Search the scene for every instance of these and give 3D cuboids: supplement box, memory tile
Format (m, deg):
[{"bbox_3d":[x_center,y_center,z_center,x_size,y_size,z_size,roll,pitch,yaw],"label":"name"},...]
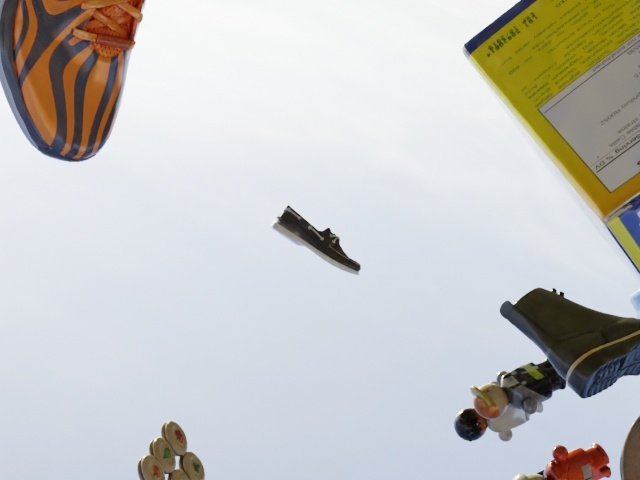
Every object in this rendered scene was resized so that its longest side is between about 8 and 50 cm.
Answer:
[{"bbox_3d":[0.315,-0.107,1.282,0.195,0.194,0.356,47,-170,-35],"label":"supplement box"},{"bbox_3d":[-0.127,0.257,1.309,0.148,0.012,0.113,62,-161,-11],"label":"memory tile"}]

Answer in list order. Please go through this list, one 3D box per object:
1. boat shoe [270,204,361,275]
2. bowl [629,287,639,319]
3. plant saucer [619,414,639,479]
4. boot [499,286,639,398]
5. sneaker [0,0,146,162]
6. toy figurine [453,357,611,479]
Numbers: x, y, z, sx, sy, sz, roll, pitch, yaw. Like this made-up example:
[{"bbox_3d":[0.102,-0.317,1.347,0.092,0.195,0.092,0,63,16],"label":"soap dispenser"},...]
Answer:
[{"bbox_3d":[0.000,0.000,1.599,0.125,0.038,0.046,31,175,21],"label":"boat shoe"},{"bbox_3d":[0.580,0.023,1.725,0.391,0.391,0.077,-11,-108,-56],"label":"bowl"},{"bbox_3d":[0.440,0.288,1.687,0.168,0.168,0.029,13,167,-26],"label":"plant saucer"},{"bbox_3d":[0.311,0.089,1.496,0.198,0.077,0.137,-12,-134,-42],"label":"boot"},{"bbox_3d":[-0.174,-0.224,1.113,0.180,0.321,0.125,5,-176,45],"label":"sneaker"},{"bbox_3d":[0.283,0.287,1.861,0.148,0.213,0.209,-22,-104,-12],"label":"toy figurine"}]
